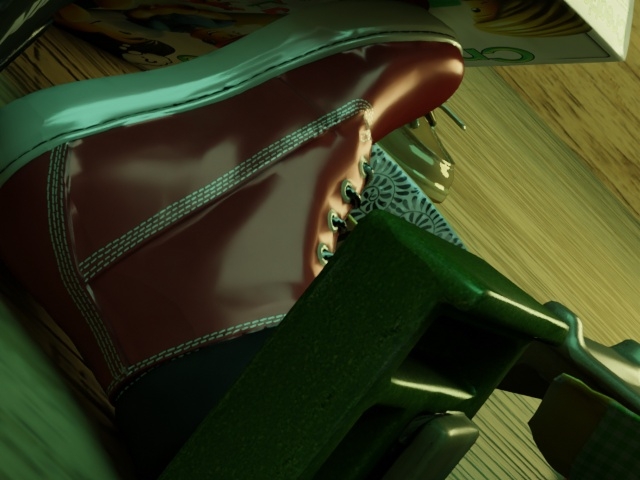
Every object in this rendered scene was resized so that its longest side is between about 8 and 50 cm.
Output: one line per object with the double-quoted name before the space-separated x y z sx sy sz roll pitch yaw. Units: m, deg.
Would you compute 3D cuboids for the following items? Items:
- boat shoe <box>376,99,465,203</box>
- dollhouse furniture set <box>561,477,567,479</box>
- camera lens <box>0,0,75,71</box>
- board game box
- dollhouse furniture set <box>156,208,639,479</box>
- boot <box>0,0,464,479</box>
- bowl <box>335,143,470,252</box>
"boat shoe" 0.043 -0.154 1.104 0.104 0.089 0.285 22 30 -57
"dollhouse furniture set" 0.307 0.146 0.872 0.152 0.201 0.374 51 18 14
"camera lens" -0.177 -0.173 0.368 0.274 0.219 0.219 44 17 -11
"board game box" -0.019 -0.137 0.630 0.193 0.305 0.053 19 76 -57
"dollhouse furniture set" 0.097 0.129 0.417 0.197 0.151 0.301 40 8 27
"boot" 0.000 0.000 0.514 0.244 0.088 0.176 -25 70 -35
"bowl" 0.008 0.001 0.675 0.170 0.080 0.170 42 18 -17
